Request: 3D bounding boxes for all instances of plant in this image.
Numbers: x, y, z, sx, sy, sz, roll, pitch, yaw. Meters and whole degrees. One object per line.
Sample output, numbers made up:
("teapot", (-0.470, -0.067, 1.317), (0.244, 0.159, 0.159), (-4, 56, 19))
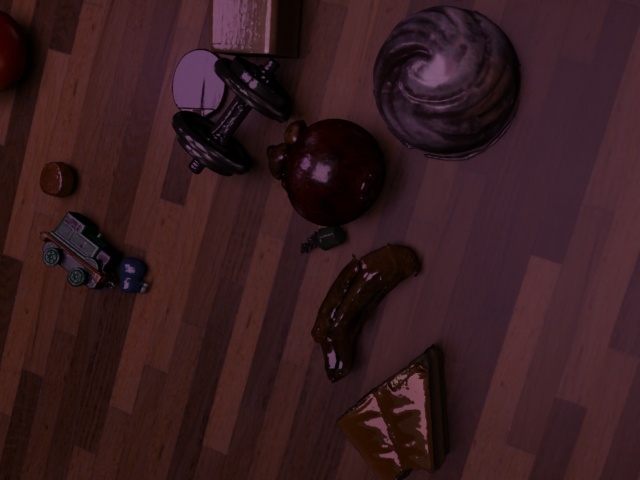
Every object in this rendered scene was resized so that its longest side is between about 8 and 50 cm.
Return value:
("plant", (0.000, 0.000, 1.898), (0.102, 0.051, 0.051), (-17, 87, 33))

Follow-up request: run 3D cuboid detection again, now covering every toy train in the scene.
("toy train", (-0.538, 0.025, 2.068), (0.227, 0.091, 0.136), (33, 93, 15))

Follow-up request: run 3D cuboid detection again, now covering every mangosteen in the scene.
("mangosteen", (0.000, -0.147, 1.807), (0.257, 0.215, 0.215), (27, 102, 27))

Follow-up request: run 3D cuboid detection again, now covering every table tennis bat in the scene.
("table tennis bat", (-0.266, -0.307, 1.989), (0.130, 0.019, 0.220), (6, 94, 20))

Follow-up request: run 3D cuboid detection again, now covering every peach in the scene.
("peach", (-0.768, -0.430, 2.072), (0.190, 0.190, 0.192), (-1, 111, 20))

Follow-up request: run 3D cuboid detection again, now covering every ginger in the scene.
("ginger", (0.072, 0.129, 1.851), (0.133, 0.107, 0.309), (34, 103, -9))

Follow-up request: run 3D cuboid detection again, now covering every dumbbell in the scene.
("dumbbell", (-0.180, -0.254, 1.871), (0.192, 0.192, 0.290), (43, 107, 12))

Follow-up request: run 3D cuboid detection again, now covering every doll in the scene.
("doll", (-0.421, 0.080, 2.051), (0.076, 0.050, 0.083), (7, 94, 15))

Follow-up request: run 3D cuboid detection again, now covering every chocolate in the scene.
("chocolate", (0.220, -0.301, 1.717), (0.303, 0.213, 0.303), (1, 93, 18))

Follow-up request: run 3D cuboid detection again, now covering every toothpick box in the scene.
("toothpick box", (-0.128, -0.530, 1.849), (0.187, 0.190, 0.308), (6, 100, 19))

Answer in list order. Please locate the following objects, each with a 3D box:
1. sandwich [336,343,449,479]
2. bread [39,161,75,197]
("sandwich", (0.188, 0.354, 1.795), (0.227, 0.155, 0.198), (-40, 82, 17))
("bread", (-0.601, -0.140, 2.099), (0.085, 0.053, 0.085), (1, 92, 32))
